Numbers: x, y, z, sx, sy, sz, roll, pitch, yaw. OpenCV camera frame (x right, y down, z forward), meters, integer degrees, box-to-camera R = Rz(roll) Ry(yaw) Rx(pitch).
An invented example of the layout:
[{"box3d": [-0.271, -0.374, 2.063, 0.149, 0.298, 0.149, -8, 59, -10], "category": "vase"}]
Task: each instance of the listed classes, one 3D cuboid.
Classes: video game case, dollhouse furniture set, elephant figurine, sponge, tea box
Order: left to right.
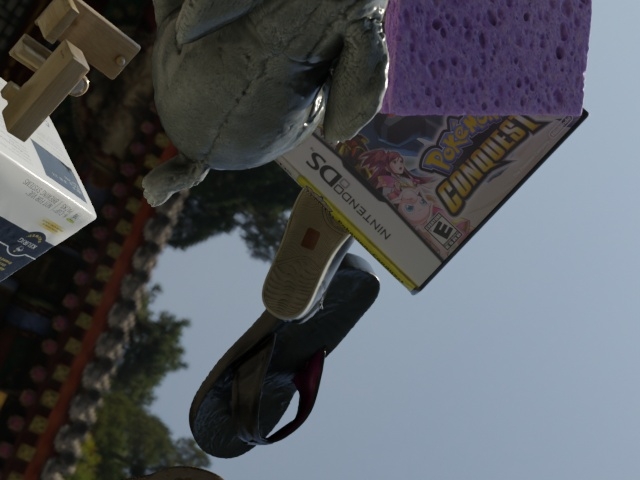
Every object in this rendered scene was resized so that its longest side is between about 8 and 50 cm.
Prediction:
[{"box3d": [-0.542, -0.078, 1.266, 0.323, 0.329, 0.220, -33, -114, 3], "category": "tea box"}, {"box3d": [-0.290, -0.185, 1.133, 0.144, 0.123, 0.151, -45, -138, 10], "category": "dollhouse furniture set"}, {"box3d": [-0.017, -0.143, 0.577, 0.239, 0.169, 0.186, -20, -98, 64], "category": "elephant figurine"}, {"box3d": [0.103, -0.124, 0.999, 0.275, 0.248, 0.035, -45, 175, -12], "category": "video game case"}, {"box3d": [0.150, -0.171, 0.851, 0.031, 0.210, 0.117, -155, -115, -62], "category": "sponge"}]

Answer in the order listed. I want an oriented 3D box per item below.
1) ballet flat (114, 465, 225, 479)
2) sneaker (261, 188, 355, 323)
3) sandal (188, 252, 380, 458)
[{"box3d": [-0.233, 0.373, 1.366, 0.250, 0.058, 0.084, -13, -107, 22], "category": "ballet flat"}, {"box3d": [0.000, 0.000, 1.179, 0.083, 0.118, 0.222, 30, -96, 10], "category": "sneaker"}, {"box3d": [-0.063, 0.203, 1.408, 0.446, 0.167, 0.107, -56, -139, 31], "category": "sandal"}]
